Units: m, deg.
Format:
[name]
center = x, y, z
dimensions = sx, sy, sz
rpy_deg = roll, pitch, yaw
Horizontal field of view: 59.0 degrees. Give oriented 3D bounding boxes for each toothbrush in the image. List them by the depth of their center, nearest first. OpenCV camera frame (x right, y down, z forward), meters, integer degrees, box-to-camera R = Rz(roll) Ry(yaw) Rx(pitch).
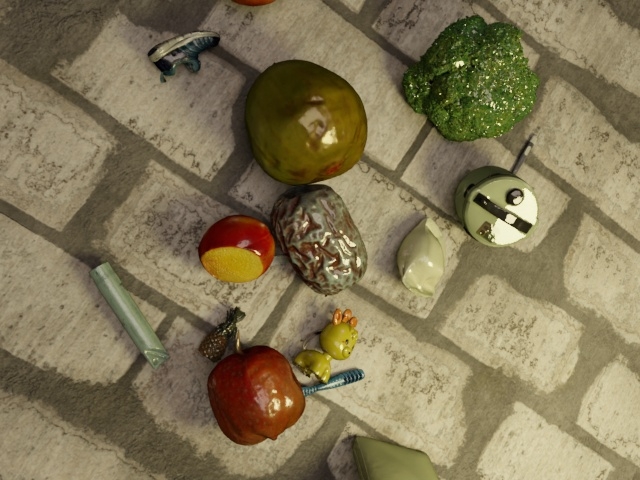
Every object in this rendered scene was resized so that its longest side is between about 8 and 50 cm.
[toothbrush]
center = 0.627, -0.223, 1.823
dimensions = 0.024, 0.026, 0.288
rpy_deg = 36, 80, -14

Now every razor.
[razor]
center = 0.009, 0.420, 1.635
dimensions = 0.254, 0.042, 0.081
rpy_deg = -12, 90, -15

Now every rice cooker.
[rice cooker]
center = 0.514, -0.098, 1.665
dimensions = 0.226, 0.244, 0.225
rpy_deg = 0, 106, 0

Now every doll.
[doll]
center = 0.032, 0.297, 1.614
dimensions = 0.220, 0.135, 0.143
rpy_deg = -54, 133, -16

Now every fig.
[fig]
center = -0.050, -0.319, 1.510
dimensions = 0.344, 0.343, 0.342
rpy_deg = 0, 88, -15

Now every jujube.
[jujube]
center = 0.000, 0.000, 1.554
dimensions = 0.226, 0.226, 0.316
rpy_deg = -30, 108, -13

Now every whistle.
[whistle]
center = -0.505, 0.198, 1.498
dimensions = 0.062, 0.062, 0.312
rpy_deg = -32, 96, -13

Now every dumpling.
[dumpling]
center = 0.317, 0.061, 1.699
dimensions = 0.179, 0.132, 0.251
rpy_deg = 36, 58, -30

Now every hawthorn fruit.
[hawthorn fruit]
center = -0.172, 0.406, 1.492
dimensions = 0.262, 0.258, 0.258
rpy_deg = 35, 80, 8

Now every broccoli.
[broccoli]
center = 0.447, -0.462, 1.653
dimensions = 0.414, 0.321, 0.309
rpy_deg = 4, 78, 2

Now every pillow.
[pillow]
center = 0.222, 0.677, 1.546
dimensions = 0.256, 0.322, 0.119
rpy_deg = 16, 107, -14

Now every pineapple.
[pineapple]
center = -0.266, 0.254, 1.556
dimensions = 0.074, 0.074, 0.159
rpy_deg = 39, 77, -10

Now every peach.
[peach]
center = -0.223, 0.027, 1.512
dimensions = 0.192, 0.190, 0.190
rpy_deg = -41, 99, -34

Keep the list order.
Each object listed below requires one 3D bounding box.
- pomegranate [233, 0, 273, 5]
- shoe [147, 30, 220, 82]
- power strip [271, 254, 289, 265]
[pomegranate]
center = -0.181, -0.766, 1.505
dimensions = 0.252, 0.270, 0.228
rpy_deg = 31, 73, -19
[shoe]
center = -0.365, -0.512, 1.552
dimensions = 0.207, 0.091, 0.106
rpy_deg = -34, 119, -17
[power strip]
center = -0.117, 0.056, 1.625
dimensions = 0.083, 0.017, 0.027
rpy_deg = -10, 92, -14
